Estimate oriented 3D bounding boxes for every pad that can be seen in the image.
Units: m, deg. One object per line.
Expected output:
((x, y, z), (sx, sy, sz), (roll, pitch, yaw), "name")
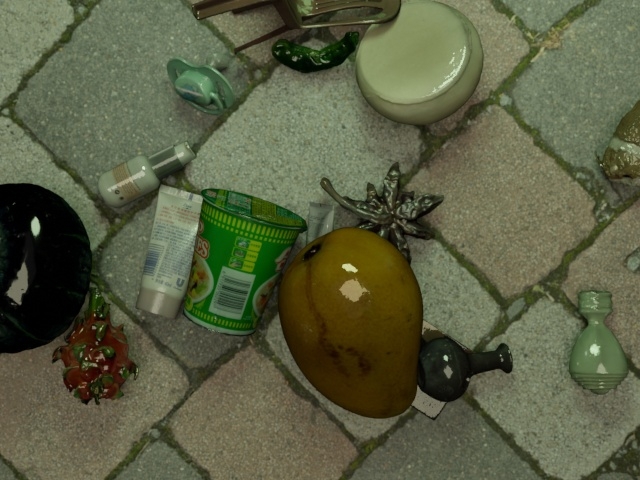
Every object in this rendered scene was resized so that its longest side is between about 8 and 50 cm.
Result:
((0.167, 0.223, 1.666), (0.235, 0.003, 0.158), (33, 94, 1), "pad")

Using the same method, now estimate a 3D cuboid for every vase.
((0.271, 0.234, 1.610), (0.183, 0.120, 0.120), (-9, 93, -13), "vase")

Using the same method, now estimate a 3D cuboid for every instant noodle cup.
((-0.152, 0.046, 1.589), (0.207, 0.207, 0.232), (18, 100, 2), "instant noodle cup")

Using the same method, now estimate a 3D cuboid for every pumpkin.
((-0.562, 0.056, 1.591), (0.315, 0.238, 0.315), (-3, 77, 12), "pumpkin")

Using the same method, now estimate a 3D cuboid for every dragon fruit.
((-0.435, 0.201, 1.647), (0.137, 0.135, 0.236), (-23, 71, 3), "dragon fruit")

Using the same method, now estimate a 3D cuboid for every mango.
((0.062, 0.157, 1.548), (0.264, 0.221, 0.378), (-6, 115, 23), "mango")

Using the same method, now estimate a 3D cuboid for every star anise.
((0.111, -0.047, 1.612), (0.231, 0.089, 0.209), (4, 89, -5), "star anise")

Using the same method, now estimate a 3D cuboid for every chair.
((-0.040, -0.454, 1.510), (0.326, 0.183, 0.175), (-12, 66, 16), "chair")

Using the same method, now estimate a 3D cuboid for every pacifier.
((-0.212, -0.305, 1.624), (0.150, 0.126, 0.116), (14, 53, 28), "pacifier")

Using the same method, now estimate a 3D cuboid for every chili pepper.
((-0.004, -0.349, 1.601), (0.182, 0.050, 0.073), (-4, 124, 26), "chili pepper")

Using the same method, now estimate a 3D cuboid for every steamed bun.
((0.183, -0.312, 1.560), (0.232, 0.145, 0.231), (-7, 70, 18), "steamed bun")

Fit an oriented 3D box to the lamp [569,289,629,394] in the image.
((0.516, 0.190, 1.601), (0.106, 0.106, 0.193), (0, 84, 3), "lamp")

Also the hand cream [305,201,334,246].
((0.000, 0.000, 1.635), (0.053, 0.084, 0.142), (1, 97, -34), "hand cream")

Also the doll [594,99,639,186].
((0.596, -0.194, 1.552), (0.115, 0.105, 0.221), (49, 114, 23), "doll")

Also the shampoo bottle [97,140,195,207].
((-0.328, -0.132, 1.641), (0.192, 0.074, 0.074), (-27, 91, 3), "shampoo bottle")

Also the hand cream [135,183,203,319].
((-0.284, 0.023, 1.653), (0.133, 0.083, 0.248), (18, 83, 2), "hand cream")
